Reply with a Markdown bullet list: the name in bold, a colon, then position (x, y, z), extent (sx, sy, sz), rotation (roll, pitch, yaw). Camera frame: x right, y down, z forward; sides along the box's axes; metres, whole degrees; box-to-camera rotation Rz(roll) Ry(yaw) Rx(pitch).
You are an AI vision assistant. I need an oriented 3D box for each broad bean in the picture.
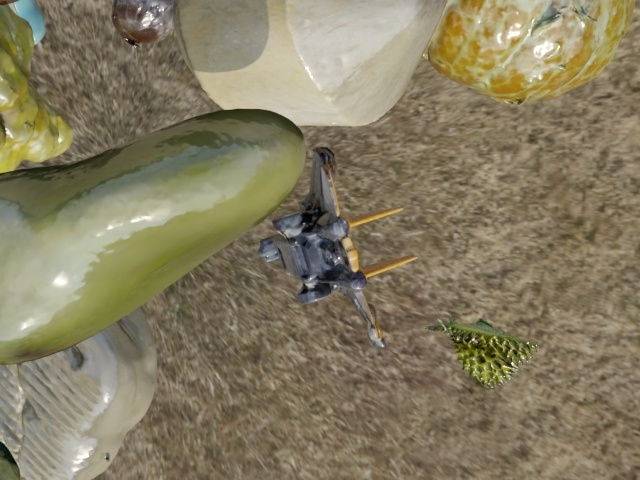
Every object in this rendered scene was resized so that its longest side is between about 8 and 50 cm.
- **broad bean**: position (-0.128, -0.005, 0.671), extent (0.263, 0.189, 0.121), rotation (-19, 83, -2)

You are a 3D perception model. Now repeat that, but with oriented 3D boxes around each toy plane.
- **toy plane**: position (-0.011, 0.004, 1.100), extent (0.103, 0.316, 0.204), rotation (-20, 98, -20)

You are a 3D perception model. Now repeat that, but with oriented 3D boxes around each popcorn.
- **popcorn**: position (-0.431, -0.156, 1.095), extent (0.279, 0.335, 0.274), rotation (-29, 71, -16)

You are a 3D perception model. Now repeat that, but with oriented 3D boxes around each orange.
- **orange**: position (0.234, -0.328, 1.262), extent (0.329, 0.249, 0.329), rotation (19, 47, -22)

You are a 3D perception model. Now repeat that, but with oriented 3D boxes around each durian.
- **durian**: position (0.242, 0.155, 1.473), extent (0.215, 0.100, 0.086), rotation (15, 112, -45)

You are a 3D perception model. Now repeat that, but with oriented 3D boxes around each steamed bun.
- **steamed bun**: position (-0.403, 0.203, 1.604), extent (0.342, 0.255, 0.367), rotation (38, 116, 19)

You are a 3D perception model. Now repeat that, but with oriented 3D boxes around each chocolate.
- **chocolate**: position (-0.212, -0.382, 1.431), extent (0.110, 0.110, 0.248), rotation (28, 65, -11)

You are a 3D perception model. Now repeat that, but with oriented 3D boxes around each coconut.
- **coconut**: position (0.000, -0.193, 0.824), extent (0.202, 0.222, 0.202), rotation (-4, 95, -53)

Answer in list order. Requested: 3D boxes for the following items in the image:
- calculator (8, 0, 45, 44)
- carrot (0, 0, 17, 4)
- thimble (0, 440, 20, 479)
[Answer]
- **calculator**: position (-0.551, -0.441, 1.526), extent (0.054, 0.386, 0.256), rotation (-42, 143, -30)
- **carrot**: position (-0.255, -0.224, 0.868), extent (0.048, 0.216, 0.048), rotation (2, 103, 7)
- **thimble**: position (-0.477, 0.321, 1.178), extent (0.288, 0.254, 0.167), rotation (14, 105, 31)
